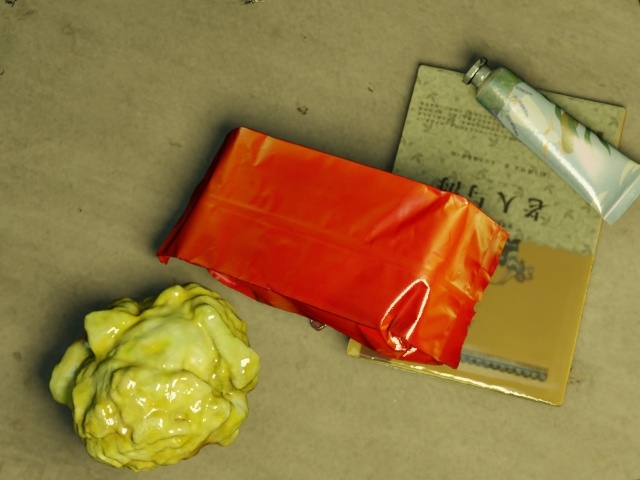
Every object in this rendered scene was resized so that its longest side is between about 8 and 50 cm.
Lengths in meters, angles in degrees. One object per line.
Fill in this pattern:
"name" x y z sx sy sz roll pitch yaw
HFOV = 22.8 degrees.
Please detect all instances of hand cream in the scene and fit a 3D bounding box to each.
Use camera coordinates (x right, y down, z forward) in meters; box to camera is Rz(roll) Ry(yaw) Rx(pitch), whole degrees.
"hand cream" 0.282 -0.129 1.931 0.256 0.055 0.088 41 74 4

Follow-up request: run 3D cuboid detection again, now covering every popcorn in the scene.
"popcorn" -0.186 0.160 1.889 0.255 0.195 0.256 5 47 31

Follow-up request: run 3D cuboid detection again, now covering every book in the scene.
"book" 0.205 -0.012 1.939 0.269 0.032 0.388 12 76 6

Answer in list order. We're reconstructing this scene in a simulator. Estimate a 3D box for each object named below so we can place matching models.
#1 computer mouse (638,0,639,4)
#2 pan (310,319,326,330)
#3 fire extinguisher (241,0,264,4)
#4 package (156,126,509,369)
"computer mouse" 0.467 -0.284 1.954 0.172 0.057 0.099 38 87 6
"pan" 0.077 0.049 1.968 0.212 0.040 0.114 -30 77 2
"fire extinguisher" -0.077 -0.338 2.041 0.038 0.025 0.083 16 85 -15
"package" 0.001 0.001 1.887 0.424 0.123 0.196 20 78 26
